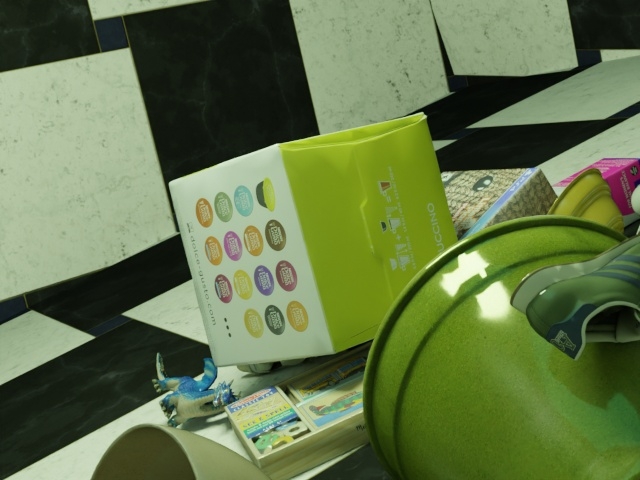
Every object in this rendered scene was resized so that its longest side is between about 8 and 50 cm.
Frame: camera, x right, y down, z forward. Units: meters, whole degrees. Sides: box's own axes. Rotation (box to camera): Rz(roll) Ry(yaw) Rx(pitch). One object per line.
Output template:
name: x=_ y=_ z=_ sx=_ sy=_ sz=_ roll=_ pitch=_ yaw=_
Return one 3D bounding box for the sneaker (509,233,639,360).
sneaker: x=0.263 y=0.052 z=0.994 sx=0.192 sy=0.064 sz=0.086 roll=-15 pitch=51 yaw=-27

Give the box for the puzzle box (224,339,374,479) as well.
puzzle box: x=0.065 y=0.236 z=1.800 sx=0.409 sy=0.052 sz=0.272 roll=-24 pitch=13 yaw=-11

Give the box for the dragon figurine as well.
dragon figurine: x=-0.214 y=0.264 z=2.022 sx=0.144 sy=0.085 sz=0.289 roll=-21 pitch=18 yaw=-8

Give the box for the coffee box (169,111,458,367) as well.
coffee box: x=0.000 y=0.000 z=1.954 sx=0.338 sy=0.337 sz=0.334 roll=-16 pitch=2 yaw=-40

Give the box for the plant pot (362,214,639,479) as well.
plant pot: x=0.267 y=0.204 z=1.080 sx=0.366 sy=0.366 sz=0.353 roll=-22 pitch=25 yaw=-7

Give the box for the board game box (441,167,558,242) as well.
board game box: x=0.278 y=-0.008 z=2.131 sx=0.232 sy=0.141 sz=0.291 roll=-44 pitch=22 yaw=-22

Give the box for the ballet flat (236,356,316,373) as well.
ballet flat: x=-0.082 y=0.214 z=2.103 sx=0.168 sy=0.057 sz=0.052 roll=-18 pitch=23 yaw=13

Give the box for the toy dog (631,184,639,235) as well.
toy dog: x=0.638 y=-0.063 z=1.945 sx=0.220 sy=0.161 sz=0.334 roll=-14 pitch=-11 yaw=13

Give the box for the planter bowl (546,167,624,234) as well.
planter bowl: x=0.465 y=-0.011 z=1.994 sx=0.090 sy=0.217 sz=0.217 roll=33 pitch=45 yaw=29

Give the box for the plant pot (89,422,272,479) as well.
plant pot: x=-0.122 y=0.352 z=1.255 sx=0.191 sy=0.284 sz=0.284 roll=13 pitch=-10 yaw=-36

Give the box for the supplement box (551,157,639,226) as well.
supplement box: x=0.516 y=-0.067 z=2.193 sx=0.220 sy=0.111 sz=0.114 roll=-27 pitch=15 yaw=-23
